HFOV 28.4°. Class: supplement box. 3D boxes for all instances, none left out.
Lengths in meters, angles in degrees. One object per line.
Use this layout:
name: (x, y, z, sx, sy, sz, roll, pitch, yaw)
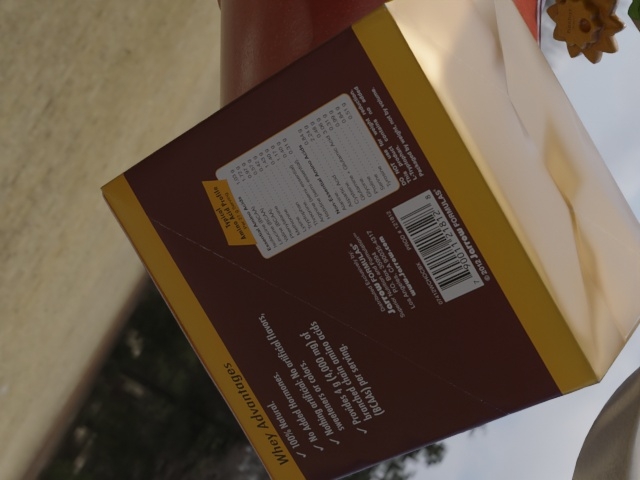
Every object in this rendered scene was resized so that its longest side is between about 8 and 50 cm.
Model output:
supplement box: (0.033, -0.003, 0.643, 0.194, 0.191, 0.129, -28, -175, 35)

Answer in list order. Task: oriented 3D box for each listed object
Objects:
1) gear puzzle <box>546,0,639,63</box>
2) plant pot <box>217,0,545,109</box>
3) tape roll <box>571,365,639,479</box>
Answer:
gear puzzle: (0.284, -0.254, 1.063, 0.044, 0.175, 0.339, -27, 174, -31)
plant pot: (0.041, -0.136, 0.876, 0.272, 0.272, 0.265, 124, -22, -43)
tape roll: (0.309, 0.197, 0.644, 0.392, 0.392, 0.072, -60, -179, -39)
